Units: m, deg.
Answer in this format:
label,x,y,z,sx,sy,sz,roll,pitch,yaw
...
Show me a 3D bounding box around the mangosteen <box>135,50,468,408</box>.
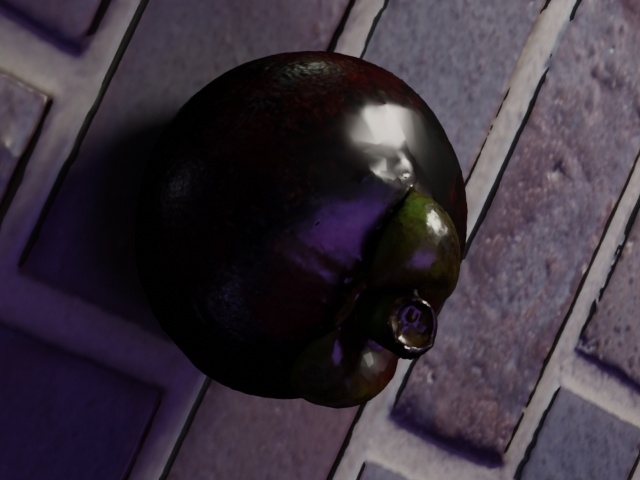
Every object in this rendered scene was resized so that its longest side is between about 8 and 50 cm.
label,x,y,z,sx,sy,sz,roll,pitch,yaw
mangosteen,-0.002,-0.009,1.068,0.216,0.216,0.216,-17,115,-39
